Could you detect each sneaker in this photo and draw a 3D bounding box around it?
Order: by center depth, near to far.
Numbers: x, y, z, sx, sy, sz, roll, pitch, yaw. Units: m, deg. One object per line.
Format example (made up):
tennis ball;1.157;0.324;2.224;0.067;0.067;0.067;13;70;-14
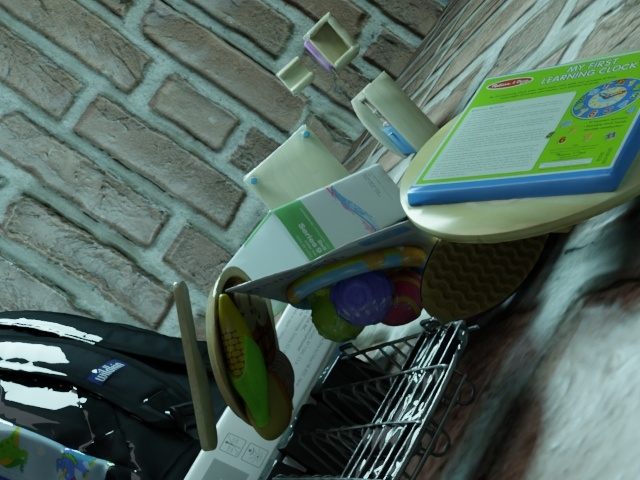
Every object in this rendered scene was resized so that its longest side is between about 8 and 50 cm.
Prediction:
sneaker;0.135;-0.012;0.683;0.185;0.070;0.084;-52;-7;-12

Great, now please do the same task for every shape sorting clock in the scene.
shape sorting clock;0.147;-0.063;0.587;0.206;0.040;0.206;-25;29;15

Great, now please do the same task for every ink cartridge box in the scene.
ink cartridge box;-0.055;0.220;0.892;0.261;0.066;0.296;95;-158;-52
ink cartridge box;0.000;0.000;1.219;0.212;0.093;0.154;-29;-14;-43

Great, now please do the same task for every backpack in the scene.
backpack;-0.263;0.190;0.943;0.290;0.356;0.273;-46;-25;-61

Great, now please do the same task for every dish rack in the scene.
dish rack;0.021;0.154;0.608;0.208;0.074;0.271;-59;8;-21

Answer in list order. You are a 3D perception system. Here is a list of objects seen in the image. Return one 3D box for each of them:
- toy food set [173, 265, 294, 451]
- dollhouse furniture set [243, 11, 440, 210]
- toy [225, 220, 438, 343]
toy food set;-0.046;0.082;0.695;0.039;0.132;0.192;-13;-5;14
dollhouse furniture set;-0.006;-0.140;1.468;0.303;0.286;0.198;-44;5;0
toy;0.040;0.045;0.718;0.137;0.056;0.237;-22;-11;15
